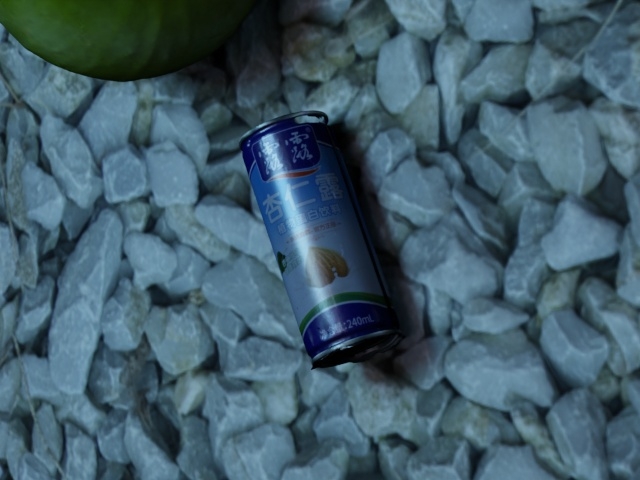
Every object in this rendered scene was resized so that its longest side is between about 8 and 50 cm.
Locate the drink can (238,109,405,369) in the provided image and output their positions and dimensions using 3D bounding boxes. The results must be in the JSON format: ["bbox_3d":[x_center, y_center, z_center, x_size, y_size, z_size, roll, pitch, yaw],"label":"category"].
[{"bbox_3d":[0.000,0.000,1.722,0.097,0.097,0.235,-28,74,35],"label":"drink can"}]

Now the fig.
[{"bbox_3d":[-0.211,-0.303,1.778,0.316,0.316,0.316,0,91,38],"label":"fig"}]
